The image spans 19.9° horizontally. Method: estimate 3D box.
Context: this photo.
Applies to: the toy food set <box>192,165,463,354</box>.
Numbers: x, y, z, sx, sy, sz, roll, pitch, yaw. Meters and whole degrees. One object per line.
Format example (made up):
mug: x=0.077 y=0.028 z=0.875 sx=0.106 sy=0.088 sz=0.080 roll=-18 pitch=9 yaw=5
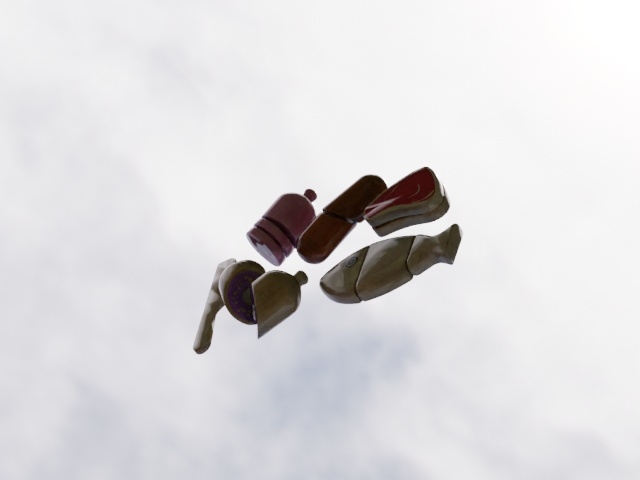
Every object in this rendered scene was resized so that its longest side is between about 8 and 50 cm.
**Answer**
toy food set: x=0.000 y=0.000 z=0.702 sx=0.019 sy=0.122 sz=0.078 roll=52 pitch=-151 yaw=-27
